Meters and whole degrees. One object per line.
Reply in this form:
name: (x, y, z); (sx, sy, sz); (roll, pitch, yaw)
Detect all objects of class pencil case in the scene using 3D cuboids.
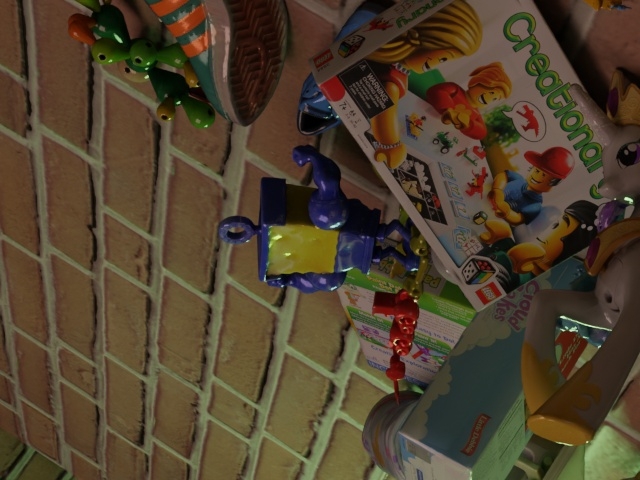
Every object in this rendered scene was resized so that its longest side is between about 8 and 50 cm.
pencil case: (0.128, 0.246, 2.264); (0.273, 0.124, 0.114); (158, 95, -82)

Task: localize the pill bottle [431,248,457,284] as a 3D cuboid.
pill bottle: (0.168, -0.019, 1.809); (0.103, 0.103, 0.184); (34, 156, 3)

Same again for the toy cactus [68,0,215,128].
toy cactus: (-0.194, -0.211, 1.972); (0.219, 0.112, 0.180); (35, 175, -6)

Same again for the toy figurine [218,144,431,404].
toy figurine: (0.000, 0.000, 1.864); (0.217, 0.191, 0.362); (7, 146, 1)

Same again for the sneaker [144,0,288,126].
sneaker: (-0.117, -0.244, 1.778); (0.121, 0.108, 0.302); (23, 145, 29)

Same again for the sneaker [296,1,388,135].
sneaker: (0.027, -0.159, 1.767); (0.069, 0.082, 0.209); (38, 155, -2)

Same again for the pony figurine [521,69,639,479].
pony figurine: (0.335, 0.056, 1.510); (0.351, 0.363, 0.303); (23, 151, -10)

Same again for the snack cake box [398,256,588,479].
snack cake box: (0.188, 0.147, 1.890); (0.089, 0.264, 0.152); (26, 155, 22)

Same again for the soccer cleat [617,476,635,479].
soccer cleat: (0.420, 0.290, 2.071); (0.331, 0.116, 0.143); (0, 122, 50)

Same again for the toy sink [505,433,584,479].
toy sink: (0.241, 0.326, 2.296); (0.131, 0.153, 0.234); (26, 156, 21)

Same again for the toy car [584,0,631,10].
toy car: (0.264, -0.205, 1.441); (0.040, 0.060, 0.122); (-1, -164, -29)

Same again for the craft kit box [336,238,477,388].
craft kit box: (0.138, 0.103, 2.142); (0.249, 0.061, 0.247); (20, 155, 31)

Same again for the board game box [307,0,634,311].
board game box: (0.148, -0.093, 1.609); (0.305, 0.193, 0.053); (52, -169, -34)
